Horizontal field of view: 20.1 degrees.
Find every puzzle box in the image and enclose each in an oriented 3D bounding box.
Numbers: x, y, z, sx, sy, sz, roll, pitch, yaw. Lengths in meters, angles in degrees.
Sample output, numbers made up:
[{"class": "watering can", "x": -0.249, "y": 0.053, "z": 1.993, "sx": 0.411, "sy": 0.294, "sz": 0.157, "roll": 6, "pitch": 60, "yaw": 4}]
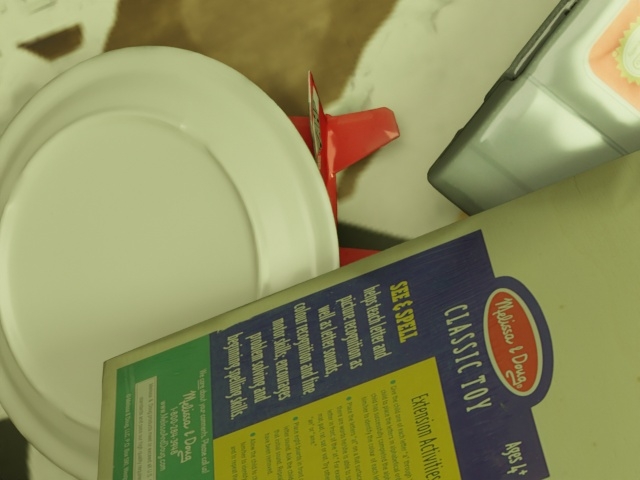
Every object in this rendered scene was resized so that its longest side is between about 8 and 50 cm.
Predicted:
[{"class": "puzzle box", "x": 0.059, "y": 0.125, "z": 0.565, "sx": 0.272, "sy": 0.409, "sz": 0.052, "roll": -22, "pitch": 122, "yaw": 9}]

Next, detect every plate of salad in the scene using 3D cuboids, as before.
[{"class": "plate of salad", "x": -0.075, "y": 0.014, "z": 0.806, "sx": 0.200, "sy": 0.048, "sz": 0.200, "roll": 0, "pitch": 90, "yaw": 30}]

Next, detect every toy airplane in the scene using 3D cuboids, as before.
[{"class": "toy airplane", "x": 0.000, "y": 0.000, "z": 0.816, "sx": 0.151, "sy": 0.028, "sz": 0.151, "roll": 0, "pitch": 89, "yaw": 21}]

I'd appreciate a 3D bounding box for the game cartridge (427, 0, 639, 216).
[{"class": "game cartridge", "x": 0.210, "y": -0.081, "z": 0.766, "sx": 0.196, "sy": 0.060, "sz": 0.294, "roll": 37, "pitch": 96, "yaw": -10}]
